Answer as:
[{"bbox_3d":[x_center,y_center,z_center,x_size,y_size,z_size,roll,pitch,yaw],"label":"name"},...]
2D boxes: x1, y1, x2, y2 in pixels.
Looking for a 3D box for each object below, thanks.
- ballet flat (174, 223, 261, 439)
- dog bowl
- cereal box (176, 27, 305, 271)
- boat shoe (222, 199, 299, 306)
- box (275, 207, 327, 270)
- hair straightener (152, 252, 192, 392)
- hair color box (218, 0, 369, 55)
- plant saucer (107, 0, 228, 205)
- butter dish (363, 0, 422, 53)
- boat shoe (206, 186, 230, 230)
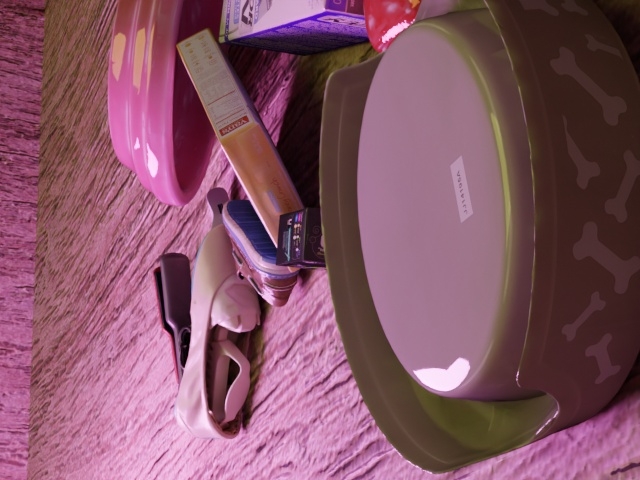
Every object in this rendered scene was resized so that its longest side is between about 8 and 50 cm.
[{"bbox_3d":[-0.103,0.108,1.707,0.086,0.086,0.248,-138,55,-67],"label":"ballet flat"},{"bbox_3d":[0.104,-0.023,1.022,0.349,0.102,0.348,175,90,-70],"label":"dog bowl"},{"bbox_3d":[-0.072,-0.096,1.563,0.173,0.047,0.240,62,180,-34],"label":"cereal box"},{"bbox_3d":[-0.068,0.012,1.629,0.183,0.066,0.066,-118,31,-63],"label":"boat shoe"},{"bbox_3d":[0.000,0.000,1.438,0.083,0.062,0.052,167,108,-69],"label":"box"},{"bbox_3d":[-0.177,0.116,1.938,0.089,0.047,0.230,124,146,-54],"label":"hair straightener"},{"bbox_3d":[0.004,-0.281,1.442,0.339,0.110,0.185,-174,91,-69],"label":"hair color box"},{"bbox_3d":[-0.176,-0.208,1.781,0.332,0.084,0.332,8,-90,-84],"label":"plant saucer"},{"bbox_3d":[0.075,-0.208,1.195,0.160,0.118,0.159,153,120,-67],"label":"butter dish"},{"bbox_3d":[-0.115,-0.019,1.830,0.035,0.035,0.100,76,176,-46],"label":"boat shoe"}]
